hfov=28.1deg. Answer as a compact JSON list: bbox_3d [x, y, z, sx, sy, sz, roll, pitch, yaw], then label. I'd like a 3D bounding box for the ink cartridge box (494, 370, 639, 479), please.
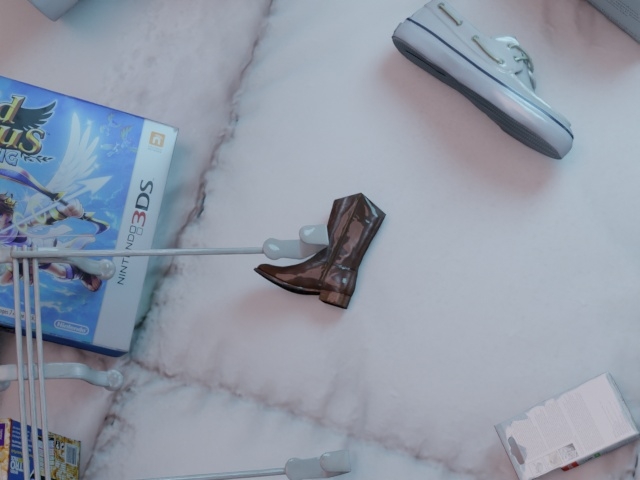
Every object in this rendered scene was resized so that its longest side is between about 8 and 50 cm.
[{"bbox_3d":[0.222,0.171,1.152,0.115,0.029,0.063,-27,68,9],"label":"ink cartridge box"}]

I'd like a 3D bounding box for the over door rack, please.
[{"bbox_3d":[-0.147,0.120,1.190,0.324,0.108,0.239,-3,76,-13],"label":"over door rack"}]

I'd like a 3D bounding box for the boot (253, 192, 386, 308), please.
[{"bbox_3d":[0.000,0.000,1.271,0.106,0.037,0.114,19,83,9],"label":"boot"}]

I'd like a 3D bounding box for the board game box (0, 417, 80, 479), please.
[{"bbox_3d":[-0.283,0.276,1.214,0.045,0.147,0.193,-5,71,16],"label":"board game box"}]

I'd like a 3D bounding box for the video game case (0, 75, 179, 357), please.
[{"bbox_3d":[-0.299,-0.032,1.284,0.270,0.061,0.244,15,74,-17],"label":"video game case"}]

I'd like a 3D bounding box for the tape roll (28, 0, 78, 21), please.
[{"bbox_3d":[-0.310,-0.382,1.379,0.169,0.246,0.246,-41,66,2],"label":"tape roll"}]

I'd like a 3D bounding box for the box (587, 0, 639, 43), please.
[{"bbox_3d":[0.313,-0.317,1.229,0.182,0.119,0.181,-44,66,1],"label":"box"}]

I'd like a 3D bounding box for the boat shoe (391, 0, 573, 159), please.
[{"bbox_3d":[0.168,-0.169,1.247,0.226,0.083,0.076,40,89,25],"label":"boat shoe"}]
